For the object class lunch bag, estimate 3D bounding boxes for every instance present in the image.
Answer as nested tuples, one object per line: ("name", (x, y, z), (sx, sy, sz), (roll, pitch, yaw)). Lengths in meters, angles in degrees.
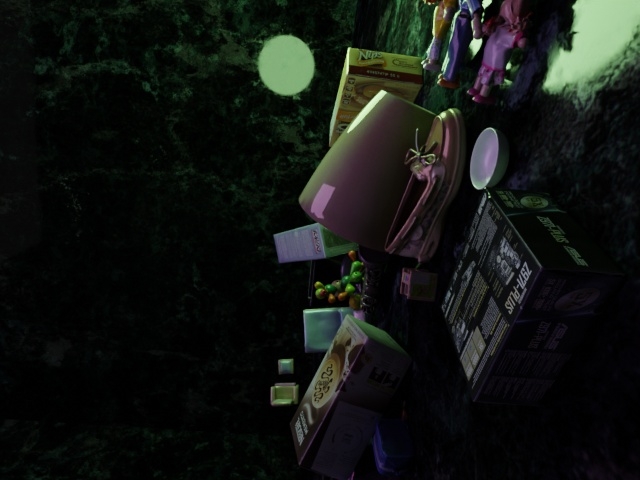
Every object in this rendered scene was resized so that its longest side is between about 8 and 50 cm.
("lunch bag", (0.142, 0.411, 0.868), (0.098, 0.067, 0.065), (-95, 12, -60))

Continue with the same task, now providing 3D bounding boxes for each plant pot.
("plant pot", (0.124, -0.159, 0.927), (0.256, 0.256, 0.274), (-95, 28, -66))
("plant pot", (0.044, 0.160, 1.740), (0.188, 0.166, 0.188), (-167, 82, -86))

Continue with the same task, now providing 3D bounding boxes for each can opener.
("can opener", (0.101, 0.180, 1.461), (0.076, 0.095, 0.284), (-104, 20, -78))

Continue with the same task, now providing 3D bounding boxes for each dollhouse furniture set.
("dollhouse furniture set", (-0.004, 0.302, 1.234), (0.198, 0.286, 0.304), (70, -162, -76))

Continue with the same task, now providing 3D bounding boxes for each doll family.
("doll family", (0.206, -0.321, 0.649), (0.263, 0.118, 0.163), (-90, 8, -53))

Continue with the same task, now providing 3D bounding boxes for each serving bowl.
("serving bowl", (0.235, -0.110, 0.605), (0.083, 0.027, 0.083), (-174, 90, -85))

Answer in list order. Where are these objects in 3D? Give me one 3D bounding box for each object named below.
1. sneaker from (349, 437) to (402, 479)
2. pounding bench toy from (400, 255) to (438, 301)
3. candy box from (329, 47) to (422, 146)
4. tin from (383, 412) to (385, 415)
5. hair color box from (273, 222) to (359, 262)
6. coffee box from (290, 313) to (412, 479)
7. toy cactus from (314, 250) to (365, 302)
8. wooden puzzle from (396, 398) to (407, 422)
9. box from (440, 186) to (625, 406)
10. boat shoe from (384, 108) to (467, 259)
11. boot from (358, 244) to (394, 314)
("sneaker", (0.118, 0.542, 0.947), (0.319, 0.112, 0.131), (-170, 65, -85))
("pounding bench toy", (0.186, 0.066, 0.835), (0.065, 0.052, 0.083), (-137, 53, -85))
("candy box", (0.134, -0.354, 1.174), (0.316, 0.182, 0.088), (108, 167, -69))
("tin", (0.146, 0.352, 1.087), (0.106, 0.040, 0.190), (-99, 16, -57))
("hair color box", (0.000, 0.000, 1.492), (0.374, 0.185, 0.114), (-10, 92, 63))
("coffee box", (0.058, 0.337, 0.972), (0.297, 0.118, 0.168), (-63, 13, 1))
("toy cactus", (0.060, 0.122, 1.295), (0.112, 0.219, 0.180), (53, 149, 5))
("wooden puzzle", (0.171, 0.371, 0.930), (0.049, 0.006, 0.083), (-94, 10, -63))
("box", (0.204, 0.057, 0.470), (0.147, 0.077, 0.180), (-91, 8, -57))
("boat shoe", (0.186, -0.092, 0.791), (0.105, 0.089, 0.285), (-93, 11, -65))
("boot", (0.139, 0.089, 1.126), (0.263, 0.091, 0.229), (-52, -29, -65))
